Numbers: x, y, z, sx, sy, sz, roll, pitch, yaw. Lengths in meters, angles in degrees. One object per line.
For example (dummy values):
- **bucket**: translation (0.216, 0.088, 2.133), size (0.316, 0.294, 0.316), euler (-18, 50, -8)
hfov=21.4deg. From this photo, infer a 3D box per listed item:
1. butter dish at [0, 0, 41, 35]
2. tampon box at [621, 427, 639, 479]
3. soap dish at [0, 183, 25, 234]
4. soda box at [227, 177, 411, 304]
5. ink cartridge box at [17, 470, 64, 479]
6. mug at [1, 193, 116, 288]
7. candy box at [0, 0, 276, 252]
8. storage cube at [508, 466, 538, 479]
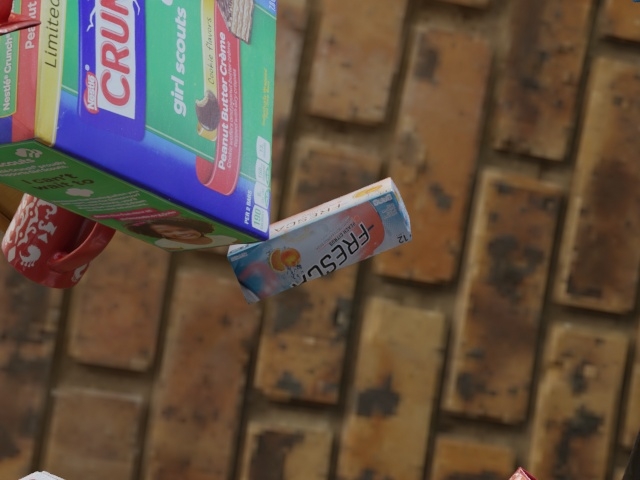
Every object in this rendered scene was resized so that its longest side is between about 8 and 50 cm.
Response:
- **butter dish**: translation (-0.262, -0.195, 1.092), size (0.160, 0.160, 0.118), euler (-80, -179, -80)
- **tampon box**: translation (0.265, 0.125, 1.074), size (0.120, 0.101, 0.161), euler (-50, 161, -25)
- **soap dish**: translation (-0.302, -0.129, 1.930), size (0.291, 0.229, 0.118), euler (-38, -155, 17)
- **soda box**: translation (0.000, 0.000, 1.719), size (0.063, 0.183, 0.058), euler (-84, 151, -74)
- **ink cartridge box**: translation (-0.278, 0.280, 1.439), size (0.139, 0.190, 0.082), euler (11, -65, 49)
- **mug**: translation (-0.256, -0.036, 1.727), size (0.169, 0.113, 0.150), euler (-57, -175, 25)
- **candy box**: translation (-0.170, -0.157, 1.418), size (0.122, 0.317, 0.268), euler (-9, -109, 32)
- **storage cube**: translation (0.278, 0.437, 2.110), size (0.193, 0.215, 0.184), euler (-50, -154, 6)
